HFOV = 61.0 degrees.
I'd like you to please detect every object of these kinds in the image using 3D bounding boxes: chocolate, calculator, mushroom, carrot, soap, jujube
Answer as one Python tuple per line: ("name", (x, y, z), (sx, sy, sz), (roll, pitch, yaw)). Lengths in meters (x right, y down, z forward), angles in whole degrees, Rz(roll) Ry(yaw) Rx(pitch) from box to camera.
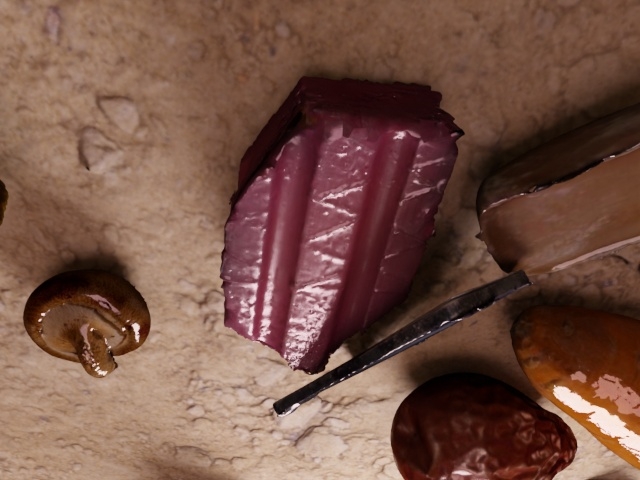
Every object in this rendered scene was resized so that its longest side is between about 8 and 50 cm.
("chocolate", (0.264, -0.061, 0.491), (0.262, 0.083, 0.161), (-21, 141, 17))
("calculator", (0.076, 0.107, 0.547), (0.161, 0.021, 0.262), (-10, 157, -50))
("mushroom", (-0.243, 0.082, 0.566), (0.127, 0.087, 0.127), (-3, 127, -4))
("carrot", (0.309, 0.150, 0.608), (0.225, 0.159, 0.159), (26, 120, -7))
("soap", (0.000, 0.000, 0.505), (0.182, 0.112, 0.289), (6, 124, -6))
("jujube", (0.204, 0.247, 0.667), (0.237, 0.168, 0.168), (9, 125, -26))

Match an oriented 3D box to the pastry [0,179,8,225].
("pastry", (-0.348, -0.061, 0.415), (0.189, 0.188, 0.103), (14, 126, -12))
